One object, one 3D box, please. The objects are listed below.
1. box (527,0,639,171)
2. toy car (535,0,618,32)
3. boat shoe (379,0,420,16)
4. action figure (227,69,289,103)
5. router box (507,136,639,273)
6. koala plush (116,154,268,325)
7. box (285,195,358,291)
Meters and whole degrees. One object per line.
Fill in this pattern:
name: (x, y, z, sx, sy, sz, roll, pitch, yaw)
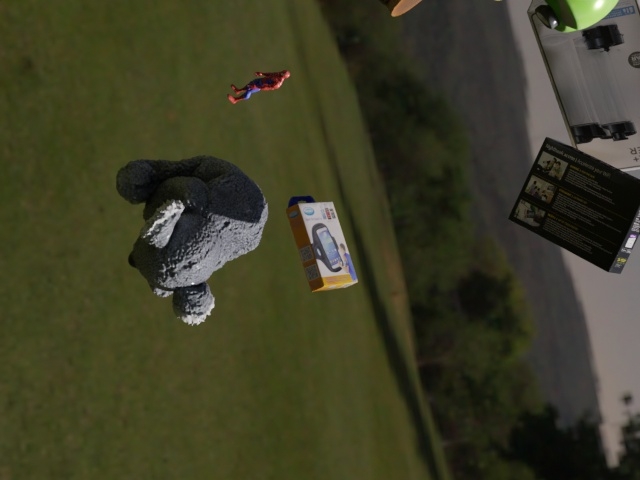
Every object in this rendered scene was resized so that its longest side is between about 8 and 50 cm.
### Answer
box: (0.425, -0.241, 2.139, 0.290, 0.169, 0.087, 66, 32, -30)
toy car: (0.192, -0.219, 1.103, 0.053, 0.239, 0.225, 48, -5, 27)
boat shoe: (0.146, -0.356, 1.772, 0.073, 0.207, 0.073, 55, -2, 15)
action figure: (-0.096, -0.248, 2.351, 0.030, 0.115, 0.038, 54, 38, -32)
router box: (0.370, -0.050, 2.095, 0.046, 0.179, 0.133, 8, 109, -55)
koala plush: (-0.183, -0.004, 2.012, 0.221, 0.203, 0.196, -71, 148, -66)
box: (0.000, 0.000, 2.032, 0.081, 0.028, 0.136, -6, 77, -53)
